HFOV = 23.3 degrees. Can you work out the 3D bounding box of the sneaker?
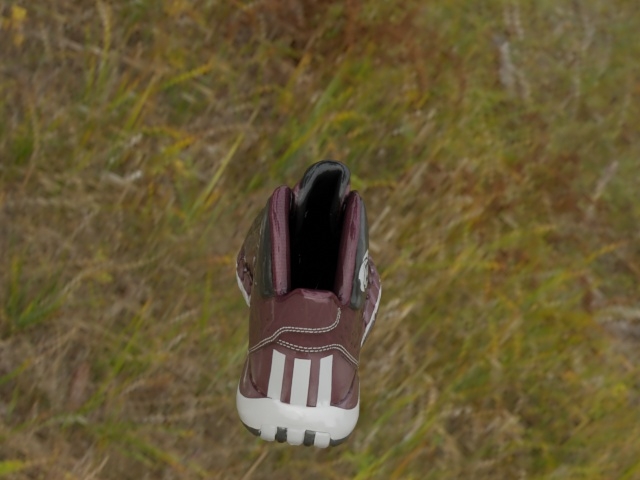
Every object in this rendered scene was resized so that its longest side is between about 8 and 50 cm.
[{"bbox_3d":[0.000,0.000,1.062,0.106,0.162,0.281,4,31,-5],"label":"sneaker"}]
